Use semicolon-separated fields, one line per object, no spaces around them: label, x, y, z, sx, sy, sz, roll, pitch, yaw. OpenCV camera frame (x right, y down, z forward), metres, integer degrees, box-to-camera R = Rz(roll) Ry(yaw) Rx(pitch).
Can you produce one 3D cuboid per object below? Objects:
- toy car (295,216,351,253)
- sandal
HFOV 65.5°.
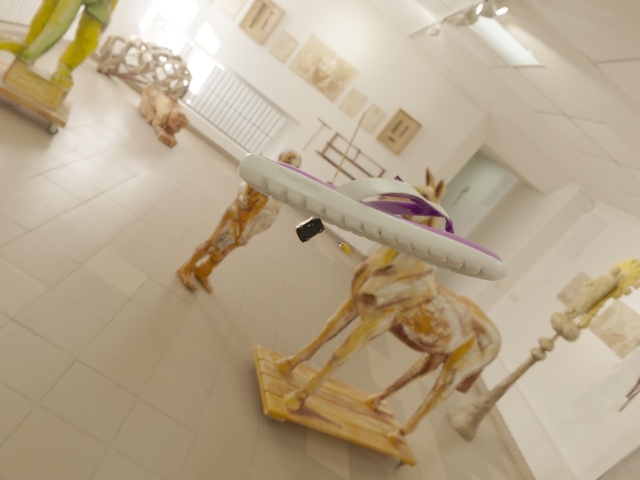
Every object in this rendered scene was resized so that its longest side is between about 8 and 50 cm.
toy car;0.000;0.000;0.992;0.122;0.060;0.040;44;-8;-24
sandal;0.085;-0.052;0.706;0.416;0.102;0.169;22;-1;-1
